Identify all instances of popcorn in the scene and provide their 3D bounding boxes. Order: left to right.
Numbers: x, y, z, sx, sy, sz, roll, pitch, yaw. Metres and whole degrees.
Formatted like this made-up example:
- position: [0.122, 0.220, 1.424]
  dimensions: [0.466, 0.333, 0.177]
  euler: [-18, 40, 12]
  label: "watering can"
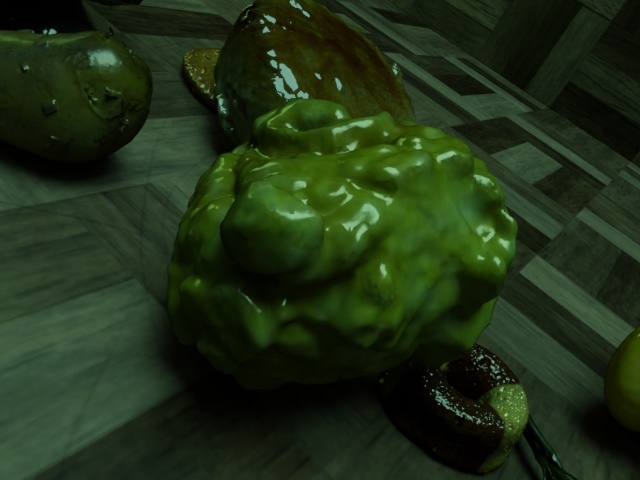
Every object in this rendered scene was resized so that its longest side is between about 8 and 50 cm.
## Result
- position: [0.000, 0.000, 0.485]
  dimensions: [0.250, 0.241, 0.235]
  euler: [-9, 85, -37]
  label: "popcorn"

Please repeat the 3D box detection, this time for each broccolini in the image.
- position: [0.201, 0.196, 0.554]
  dimensions: [0.051, 0.054, 0.239]
  euler: [-7, 34, -9]
  label: "broccolini"

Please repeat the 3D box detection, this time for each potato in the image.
- position: [-0.251, -0.139, 0.583]
  dimensions: [0.175, 0.137, 0.137]
  euler: [5, 32, -2]
  label: "potato"

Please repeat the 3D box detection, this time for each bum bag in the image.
- position: [-0.319, -0.264, 0.784]
  dimensions: [0.197, 0.049, 0.087]
  euler: [32, 34, 2]
  label: "bum bag"

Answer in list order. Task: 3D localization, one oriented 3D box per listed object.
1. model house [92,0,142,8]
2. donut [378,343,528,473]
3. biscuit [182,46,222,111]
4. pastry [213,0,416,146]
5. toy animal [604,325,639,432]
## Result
- position: [-0.370, -0.453, 0.765]
  dimensions: [0.266, 0.261, 0.321]
  euler: [-2, 21, -39]
  label: "model house"
- position: [0.124, 0.139, 0.556]
  dimensions: [0.140, 0.059, 0.140]
  euler: [20, 33, -14]
  label: "donut"
- position: [-0.096, -0.233, 0.950]
  dimensions: [0.253, 0.035, 0.254]
  euler: [22, 31, -14]
  label: "biscuit"
- position: [0.005, -0.196, 0.830]
  dimensions: [0.329, 0.136, 0.330]
  euler: [23, 45, -26]
  label: "pastry"
- position: [0.495, 0.145, 0.636]
  dimensions: [0.247, 0.345, 0.277]
  euler: [45, -3, 43]
  label: "toy animal"
